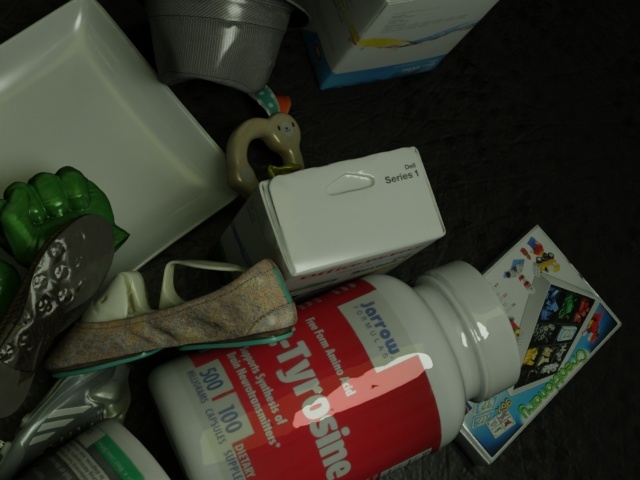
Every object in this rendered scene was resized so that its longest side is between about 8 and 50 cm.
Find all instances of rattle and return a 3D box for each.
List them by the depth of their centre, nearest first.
[{"bbox_3d":[-0.042,-0.145,1.281,0.130,0.143,0.199,28,58,-15],"label":"rattle"}]

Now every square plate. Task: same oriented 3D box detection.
[{"bbox_3d":[-0.329,-0.099,1.240,0.347,0.049,0.344,-40,90,-23],"label":"square plate"}]

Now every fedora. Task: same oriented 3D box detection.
[{"bbox_3d":[-0.139,-0.258,1.253,0.244,0.275,0.124,6,96,-3],"label":"fedora"}]

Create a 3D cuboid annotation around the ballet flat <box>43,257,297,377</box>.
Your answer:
[{"bbox_3d":[-0.177,0.079,1.084,0.316,0.107,0.106,-12,93,16],"label":"ballet flat"}]

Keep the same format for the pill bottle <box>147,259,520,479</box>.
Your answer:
[{"bbox_3d":[0.021,0.179,1.152,0.408,0.229,0.229,-23,83,-14],"label":"pill bottle"}]

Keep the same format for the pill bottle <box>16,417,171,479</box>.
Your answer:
[{"bbox_3d":[-0.315,0.372,1.026,0.361,0.204,0.204,-35,88,-23],"label":"pill bottle"}]

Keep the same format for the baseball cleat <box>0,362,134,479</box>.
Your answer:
[{"bbox_3d":[-0.298,0.220,1.148,0.109,0.072,0.205,36,68,-5],"label":"baseball cleat"}]

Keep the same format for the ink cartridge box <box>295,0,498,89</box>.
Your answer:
[{"bbox_3d":[0.098,-0.363,1.333,0.197,0.270,0.198,-13,80,-21],"label":"ink cartridge box"}]

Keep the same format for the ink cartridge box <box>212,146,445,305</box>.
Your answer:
[{"bbox_3d":[0.000,0.000,1.195,0.202,0.278,0.117,-15,79,-21],"label":"ink cartridge box"}]

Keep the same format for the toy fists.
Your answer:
[{"bbox_3d":[-0.359,0.028,1.118,0.142,0.096,0.279,44,71,-4],"label":"toy fists"}]

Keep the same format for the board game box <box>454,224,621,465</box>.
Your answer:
[{"bbox_3d":[0.264,0.143,1.363,0.305,0.053,0.193,-39,89,-23],"label":"board game box"}]

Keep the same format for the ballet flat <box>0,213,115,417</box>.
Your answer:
[{"bbox_3d":[-0.310,0.079,1.064,0.084,0.058,0.249,37,70,-33],"label":"ballet flat"}]
